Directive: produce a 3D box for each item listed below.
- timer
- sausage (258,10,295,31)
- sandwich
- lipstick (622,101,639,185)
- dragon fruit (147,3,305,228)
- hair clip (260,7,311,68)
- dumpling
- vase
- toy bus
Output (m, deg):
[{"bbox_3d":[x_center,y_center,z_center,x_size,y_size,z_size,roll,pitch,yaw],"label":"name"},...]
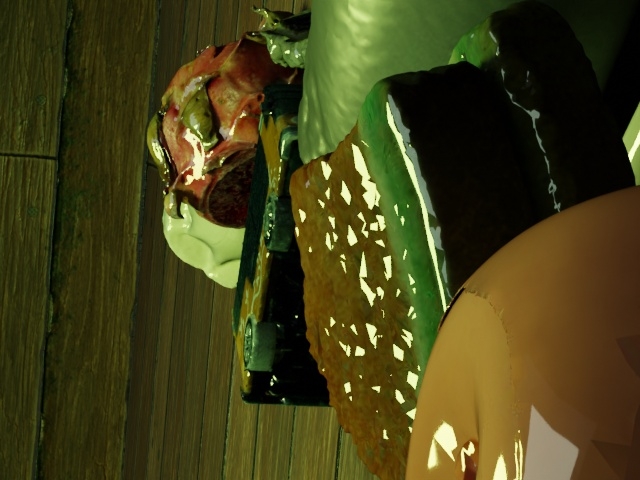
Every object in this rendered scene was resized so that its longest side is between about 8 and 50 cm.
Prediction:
[{"bbox_3d":[0.147,0.092,0.487,0.229,0.215,0.230,-171,90,-81],"label":"timer"},{"bbox_3d":[-0.046,-0.239,1.634,0.094,0.059,0.054,-100,26,-50],"label":"sausage"},{"bbox_3d":[0.064,0.028,0.668,0.212,0.109,0.292,32,127,51],"label":"sandwich"},{"bbox_3d":[0.178,-0.039,0.740,0.038,0.038,0.131,-101,22,-47],"label":"lipstick"},{"bbox_3d":[-0.071,-0.101,1.402,0.282,0.211,0.147,112,153,-58],"label":"dragon fruit"},{"bbox_3d":[0.047,-0.168,1.158,0.091,0.138,0.321,66,169,-11],"label":"hair clip"},{"bbox_3d":[-0.124,-0.052,1.722,0.124,0.151,0.229,-43,-37,-70],"label":"dumpling"},{"bbox_3d":[0.091,-0.156,0.788,0.291,0.245,0.245,98,168,-49],"label":"vase"},{"bbox_3d":[0.000,0.000,1.237,0.167,0.138,0.275,-106,22,-58],"label":"toy bus"}]
